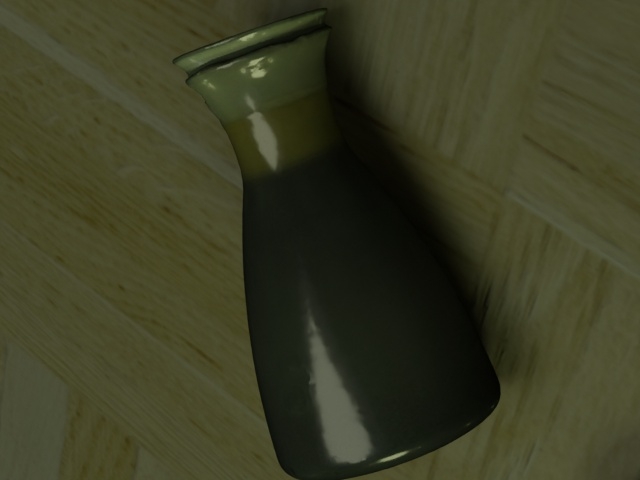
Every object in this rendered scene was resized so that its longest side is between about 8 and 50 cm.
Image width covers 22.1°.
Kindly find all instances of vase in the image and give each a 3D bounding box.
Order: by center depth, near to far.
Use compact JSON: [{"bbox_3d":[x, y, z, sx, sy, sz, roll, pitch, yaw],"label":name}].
[{"bbox_3d":[0.000,0.000,1.196,0.173,0.173,0.321,-14,100,47],"label":"vase"}]
